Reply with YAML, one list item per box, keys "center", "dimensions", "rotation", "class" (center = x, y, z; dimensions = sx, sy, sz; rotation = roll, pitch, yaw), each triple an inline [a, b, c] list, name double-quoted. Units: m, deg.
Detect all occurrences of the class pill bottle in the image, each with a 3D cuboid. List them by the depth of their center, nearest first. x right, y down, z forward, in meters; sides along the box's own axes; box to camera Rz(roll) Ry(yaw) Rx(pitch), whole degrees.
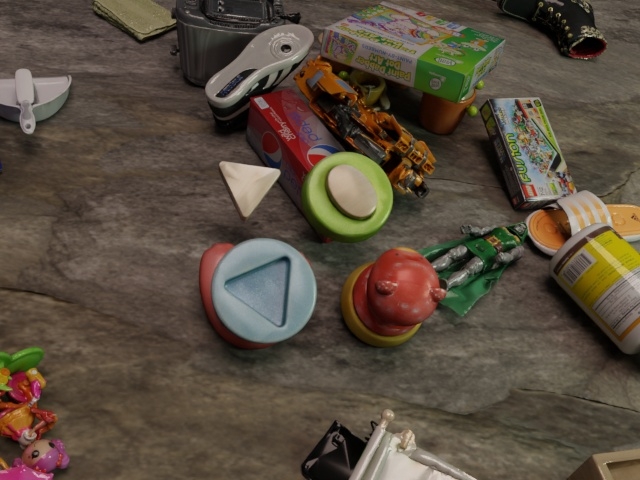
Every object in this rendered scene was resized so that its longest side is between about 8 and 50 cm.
- center: [0.447, 0.083, 1.012]
  dimensions: [0.117, 0.117, 0.215]
  rotation: [-19, 56, -28]
  class: "pill bottle"

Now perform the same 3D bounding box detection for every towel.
- center: [-0.358, -0.442, 1.346]
  dimensions: [0.148, 0.027, 0.110]
  rotation: [35, 49, 17]
  class: "towel"

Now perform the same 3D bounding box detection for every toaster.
- center: [-0.154, -0.360, 1.241]
  dimensions: [0.227, 0.146, 0.129]
  rotation: [2, 49, -12]
  class: "toaster"

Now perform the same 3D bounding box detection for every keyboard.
- center: [0.078, 0.288, 0.800]
  dimensions: [0.192, 0.038, 0.100]
  rotation: [36, 73, 17]
  class: "keyboard"

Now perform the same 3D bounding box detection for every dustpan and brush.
- center: [-0.464, -0.218, 1.092]
  dimensions: [0.147, 0.060, 0.211]
  rotation: [-7, 51, -20]
  class: "dustpan and brush"

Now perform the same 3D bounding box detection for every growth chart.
- center: [0.125, 0.318, 0.750]
  dimensions: [0.237, 0.021, 0.172]
  rotation: [32, 70, 15]
  class: "growth chart"

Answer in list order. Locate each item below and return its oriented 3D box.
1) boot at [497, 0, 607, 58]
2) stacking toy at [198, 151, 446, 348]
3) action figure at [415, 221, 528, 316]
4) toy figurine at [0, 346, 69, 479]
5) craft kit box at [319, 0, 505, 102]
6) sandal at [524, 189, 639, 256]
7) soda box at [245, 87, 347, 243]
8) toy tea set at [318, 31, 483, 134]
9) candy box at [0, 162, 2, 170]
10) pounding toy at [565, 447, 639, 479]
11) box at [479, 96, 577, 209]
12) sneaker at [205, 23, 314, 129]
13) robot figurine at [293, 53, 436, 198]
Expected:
- center: [0.537, -0.506, 1.593]
  dimensions: [0.236, 0.085, 0.179]
  rotation: [5, 50, -10]
  class: "boot"
- center: [0.000, 0.000, 0.897]
  dimensions: [0.309, 0.130, 0.280]
  rotation: [-3, 76, -14]
  class: "stacking toy"
- center: [0.243, 0.020, 1.060]
  dimensions: [0.232, 0.063, 0.137]
  rotation: [-24, 55, -35]
  class: "action figure"
- center: [-0.327, 0.211, 0.728]
  dimensions: [0.159, 0.130, 0.173]
  rotation: [50, 30, 12]
  class: "toy figurine"
- center: [0.164, -0.332, 1.189]
  dimensions: [0.250, 0.061, 0.246]
  rotation: [23, 39, 17]
  class: "craft kit box"
- center: [0.461, -0.044, 1.158]
  dimensions: [0.265, 0.076, 0.102]
  rotation: [-9, 51, -22]
  class: "sandal"
- center: [-0.020, -0.123, 1.097]
  dimensions: [0.083, 0.092, 0.263]
  rotation: [-19, 56, -27]
  class: "soda box"
- center: [0.152, -0.325, 1.302]
  dimensions: [0.336, 0.124, 0.200]
  rotation: [15, 47, 0]
  class: "toy tea set"
- center: [-0.557, -0.272, 0.943]
  dimensions: [0.122, 0.317, 0.268]
  rotation: [-23, 57, -29]
  class: "candy box"
- center: [0.407, 0.346, 0.777]
  dimensions: [0.181, 0.094, 0.206]
  rotation: [-2, 49, -15]
  class: "pounding toy"
- center: [0.366, -0.156, 1.223]
  dimensions: [0.114, 0.036, 0.207]
  rotation: [-6, 68, -20]
  class: "box"
- center: [-0.103, -0.273, 1.184]
  dimensions: [0.217, 0.121, 0.079]
  rotation: [-38, 72, -16]
  class: "sneaker"
- center: [0.076, -0.183, 1.121]
  dimensions: [0.211, 0.085, 0.291]
  rotation: [28, 18, -48]
  class: "robot figurine"
